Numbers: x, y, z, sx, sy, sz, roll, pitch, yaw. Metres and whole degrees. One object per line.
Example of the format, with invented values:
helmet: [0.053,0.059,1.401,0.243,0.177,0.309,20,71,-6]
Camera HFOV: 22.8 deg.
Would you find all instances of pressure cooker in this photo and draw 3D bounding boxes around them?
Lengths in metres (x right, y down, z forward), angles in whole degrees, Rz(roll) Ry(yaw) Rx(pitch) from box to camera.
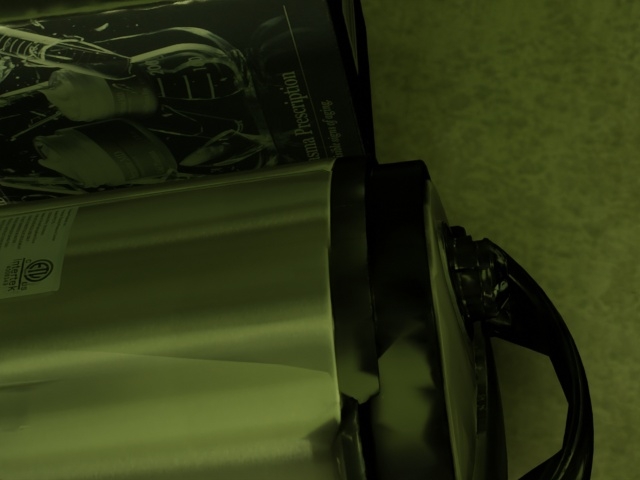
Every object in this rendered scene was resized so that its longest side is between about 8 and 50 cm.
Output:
pressure cooker: [-0.030,0.132,1.059,0.420,0.375,0.370,-9,74,6]

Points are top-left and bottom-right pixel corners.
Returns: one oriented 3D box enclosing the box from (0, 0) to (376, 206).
box: [-0.131,-0.149,1.170,0.312,0.343,0.179,-6,65,7]
